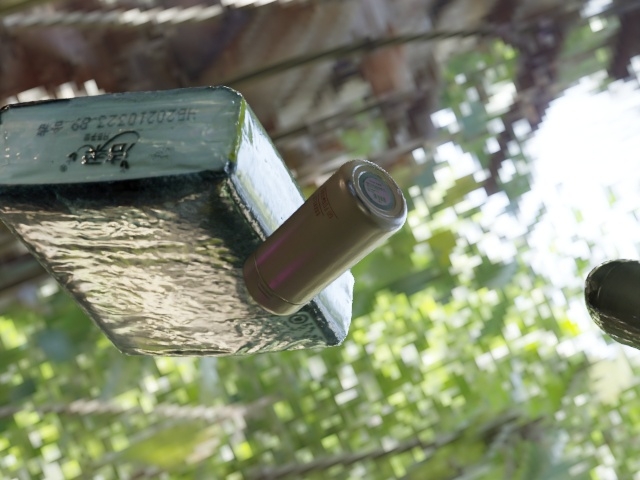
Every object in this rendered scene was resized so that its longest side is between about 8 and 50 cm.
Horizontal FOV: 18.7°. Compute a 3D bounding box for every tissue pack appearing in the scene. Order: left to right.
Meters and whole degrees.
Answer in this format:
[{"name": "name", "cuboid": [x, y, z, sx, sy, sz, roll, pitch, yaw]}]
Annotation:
[{"name": "tissue pack", "cuboid": [-0.100, -0.003, 1.363, 0.257, 0.185, 0.081, 59, 32, -55]}]

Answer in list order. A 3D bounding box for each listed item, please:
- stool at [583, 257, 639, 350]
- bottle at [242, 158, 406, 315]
[{"name": "stool", "cuboid": [0.261, 0.015, 1.029, 0.198, 0.195, 0.195, -117, -130, -78]}, {"name": "bottle", "cuboid": [0.000, 0.000, 1.036, 0.096, 0.045, 0.045, -41, -111, 33]}]
